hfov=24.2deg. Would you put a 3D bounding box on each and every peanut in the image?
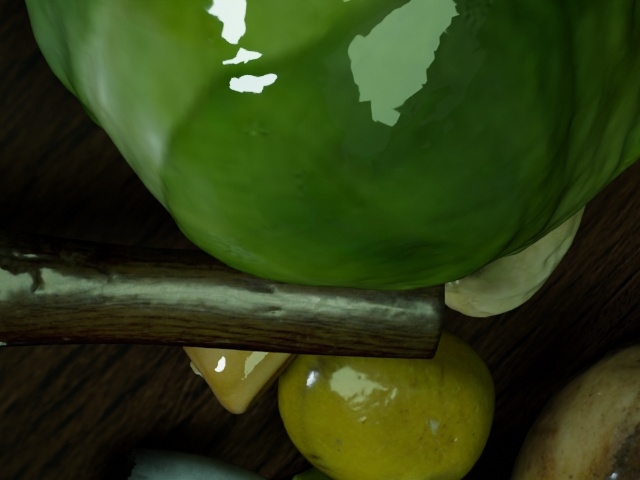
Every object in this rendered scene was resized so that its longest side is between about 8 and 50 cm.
[{"bbox_3d":[0.146,-0.064,0.990,0.263,0.101,0.117,-63,179,16],"label":"peanut"}]

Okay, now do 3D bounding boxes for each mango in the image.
[{"bbox_3d":[0.043,0.109,1.049,0.137,0.098,0.195,-45,132,2],"label":"mango"}]

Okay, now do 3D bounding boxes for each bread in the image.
[{"bbox_3d":[0.000,0.000,0.938,0.239,0.074,0.092,-50,178,4],"label":"bread"}]

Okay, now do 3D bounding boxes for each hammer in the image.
[{"bbox_3d":[-0.101,0.029,0.802,0.409,0.095,0.242,5,118,-26],"label":"hammer"}]

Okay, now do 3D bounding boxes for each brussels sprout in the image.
[{"bbox_3d":[0.016,-0.134,0.710,0.315,0.276,0.371,-50,145,-19],"label":"brussels sprout"}]

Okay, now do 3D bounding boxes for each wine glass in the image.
[{"bbox_3d":[-0.036,0.179,0.999,0.198,0.066,0.066,13,116,-10],"label":"wine glass"}]

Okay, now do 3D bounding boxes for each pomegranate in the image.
[{"bbox_3d":[0.296,0.231,1.202,0.322,0.322,0.322,-22,133,-26],"label":"pomegranate"}]

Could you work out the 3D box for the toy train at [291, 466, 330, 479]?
[{"bbox_3d":[-0.051,0.355,1.131,0.237,0.150,0.368,-16,132,-39],"label":"toy train"}]
